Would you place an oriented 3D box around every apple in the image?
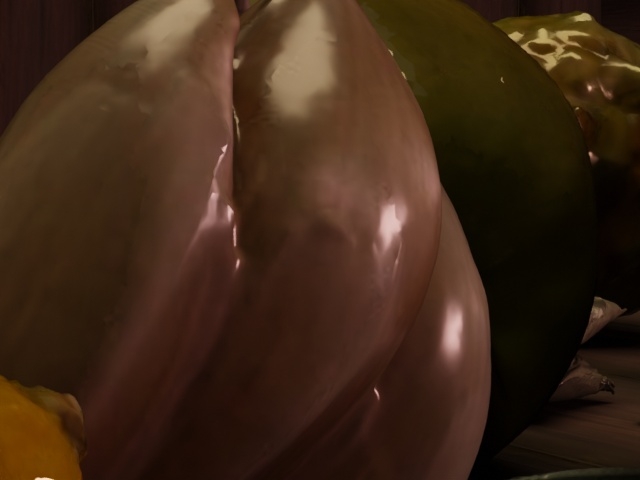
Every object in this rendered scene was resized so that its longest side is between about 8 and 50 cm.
[{"bbox_3d":[0.000,0.000,0.846,0.292,0.292,0.254,-2,13,-31],"label":"apple"}]

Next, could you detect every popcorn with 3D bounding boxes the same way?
[{"bbox_3d":[0.191,-0.059,1.452,0.335,0.274,0.279,-16,51,-14],"label":"popcorn"}]

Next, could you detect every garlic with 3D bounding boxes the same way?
[{"bbox_3d":[-0.055,0.029,0.580,0.210,0.292,0.237,18,-26,43],"label":"garlic"}]

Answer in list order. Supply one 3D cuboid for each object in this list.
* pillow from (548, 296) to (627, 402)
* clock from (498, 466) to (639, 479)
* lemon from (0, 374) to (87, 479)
[{"bbox_3d":[0.095,0.068,1.103,0.181,0.077,0.134,1,3,30],"label":"pillow"},{"bbox_3d":[0.144,0.122,0.598,0.215,0.042,0.215,1,4,0],"label":"clock"},{"bbox_3d":[-0.158,0.069,0.327,0.244,0.186,0.187,-3,6,-38],"label":"lemon"}]
